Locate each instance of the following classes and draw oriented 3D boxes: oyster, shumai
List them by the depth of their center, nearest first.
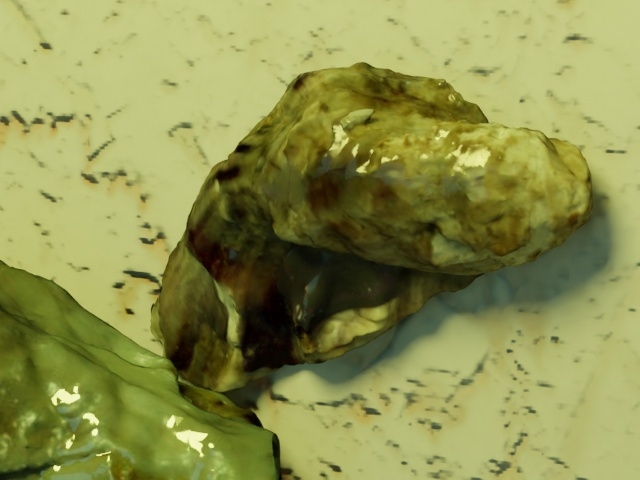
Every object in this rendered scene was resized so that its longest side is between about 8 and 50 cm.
[{"bbox_3d":[0.002,0.005,1.022,0.166,0.094,0.294,49,119,3],"label":"oyster"},{"bbox_3d":[-0.144,0.091,1.053,0.204,0.222,0.271,-26,97,4],"label":"shumai"}]
